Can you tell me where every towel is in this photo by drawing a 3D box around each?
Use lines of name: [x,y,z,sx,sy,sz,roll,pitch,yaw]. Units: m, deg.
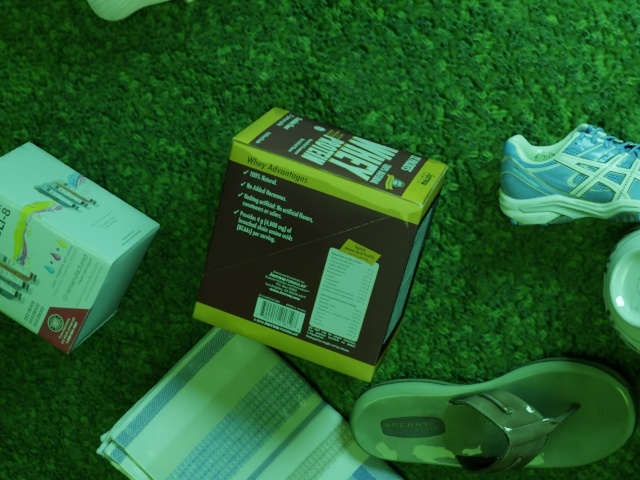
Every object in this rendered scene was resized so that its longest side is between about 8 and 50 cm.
towel: [-0.071,0.243,1.318,0.285,0.034,0.209,44,84,-3]

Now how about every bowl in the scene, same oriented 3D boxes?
bowl: [0.314,0.043,1.100,0.170,0.080,0.170,-4,84,47]

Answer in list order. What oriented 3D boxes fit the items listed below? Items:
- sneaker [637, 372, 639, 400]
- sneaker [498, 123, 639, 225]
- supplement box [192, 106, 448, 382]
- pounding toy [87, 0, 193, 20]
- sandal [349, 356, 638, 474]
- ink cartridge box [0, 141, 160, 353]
sneaker: [0.383,0.086,1.157,0.086,0.064,0.192,22,110,-8]
sneaker: [0.264,-0.064,1.121,0.211,0.080,0.081,-6,110,18]
supplement box: [0.000,0.000,1.197,0.191,0.129,0.194,19,114,10]
pounding toy: [-0.139,-0.300,1.113,0.270,0.155,0.154,-16,109,21]
sandal: [0.172,0.196,1.241,0.303,0.086,0.120,-10,107,20]
ink cartridge box: [-0.290,0.005,1.287,0.176,0.127,0.128,32,116,5]
